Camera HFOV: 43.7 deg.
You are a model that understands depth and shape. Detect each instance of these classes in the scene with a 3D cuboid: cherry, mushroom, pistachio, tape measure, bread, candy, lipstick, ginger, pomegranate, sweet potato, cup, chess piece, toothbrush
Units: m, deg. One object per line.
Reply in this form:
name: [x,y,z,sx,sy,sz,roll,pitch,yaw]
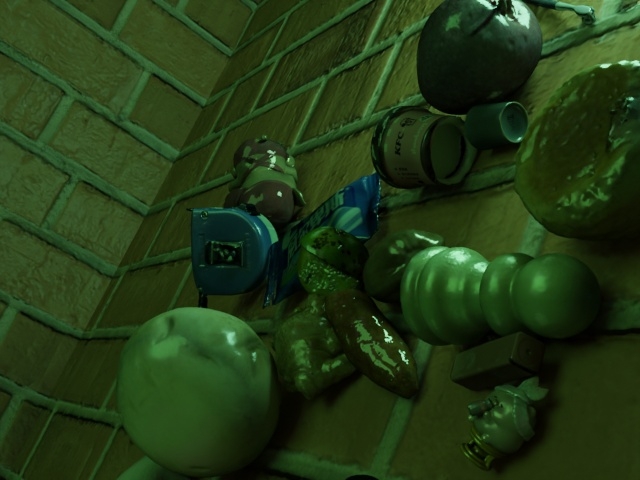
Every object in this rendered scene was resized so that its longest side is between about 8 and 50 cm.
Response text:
cherry: [0.270,-0.324,1.359,0.266,0.213,0.183,-51,48,45]
mushroom: [-0.236,0.282,1.464,0.356,0.315,0.315,-34,32,59]
pistachio: [0.131,0.044,1.298,0.126,0.108,0.185,-45,4,-41]
tape measure: [-0.205,0.091,1.823,0.216,0.098,0.351,-1,93,25]
bread: [0.363,-0.105,1.010,0.244,0.134,0.244,-39,32,31]
candy: [0.000,0.000,1.630,0.331,0.077,0.187,-37,33,33]
lipstick: [0.223,0.156,1.018,0.145,0.045,0.045,-41,27,61]
ginger: [-0.017,0.181,1.396,0.157,0.102,0.216,-45,37,13]
pomegranate: [0.027,0.050,1.475,0.143,0.169,0.122,15,40,30]
sweet potato: [0.084,0.158,1.251,0.097,0.097,0.251,-54,37,7]
cup: [0.300,-0.196,1.320,0.100,0.078,0.077,-34,18,-28]
chess piece: [0.238,0.072,1.031,0.251,0.144,0.144,-5,56,54]
toothbrush: [0.417,-0.420,1.427,0.024,0.026,0.288,-36,25,4]

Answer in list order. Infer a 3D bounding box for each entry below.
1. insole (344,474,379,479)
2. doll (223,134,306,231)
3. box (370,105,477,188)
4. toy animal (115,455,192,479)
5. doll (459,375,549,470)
insole: [0.087,0.377,1.091,0.253,0.005,0.086,-3,59,62]
doll: [-0.139,-0.126,1.947,0.196,0.152,0.255,-34,46,26]
box: [0.187,-0.159,1.398,0.135,0.151,0.151,18,76,55]
toy animal: [-0.303,0.460,1.591,0.141,0.138,0.282,-19,20,42]
doll: [0.215,0.210,0.958,0.127,0.084,0.073,-55,15,10]
